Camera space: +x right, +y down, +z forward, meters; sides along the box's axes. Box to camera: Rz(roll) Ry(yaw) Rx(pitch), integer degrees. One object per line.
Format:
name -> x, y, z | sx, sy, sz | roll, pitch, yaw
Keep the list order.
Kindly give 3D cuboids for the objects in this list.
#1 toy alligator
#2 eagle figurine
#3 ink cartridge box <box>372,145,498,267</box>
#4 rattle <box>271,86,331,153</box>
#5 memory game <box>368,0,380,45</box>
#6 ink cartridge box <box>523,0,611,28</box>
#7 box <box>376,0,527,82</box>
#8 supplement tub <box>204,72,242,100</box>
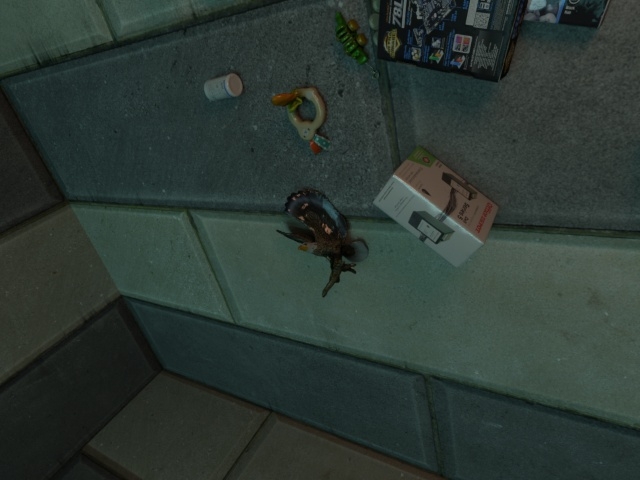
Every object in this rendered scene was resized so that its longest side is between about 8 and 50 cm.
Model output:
toy alligator -> 0.086, -0.480, 1.050 | 0.056, 0.051, 0.190 | -24, 106, 44
eagle figurine -> -0.006, -0.002, 1.413 | 0.226, 0.225, 0.298 | -38, 60, 7
ink cartridge box -> 0.301, -0.091, 1.083 | 0.272, 0.198, 0.115 | 38, 135, 5
rattle -> -0.050, -0.328, 1.206 | 0.130, 0.143, 0.200 | -1, 116, 15
memory game -> 0.198, -0.510, 0.976 | 0.186, 0.012, 0.186 | 19, 131, 23
ink cartridge box -> 0.441, -0.515, 0.769 | 0.206, 0.045, 0.209 | 21, 133, 24
box -> 0.262, -0.500, 0.849 | 0.293, 0.073, 0.296 | 25, 136, 28
supplement tub -> -0.304, -0.479, 1.316 | 0.107, 0.071, 0.071 | 4, 124, 35
